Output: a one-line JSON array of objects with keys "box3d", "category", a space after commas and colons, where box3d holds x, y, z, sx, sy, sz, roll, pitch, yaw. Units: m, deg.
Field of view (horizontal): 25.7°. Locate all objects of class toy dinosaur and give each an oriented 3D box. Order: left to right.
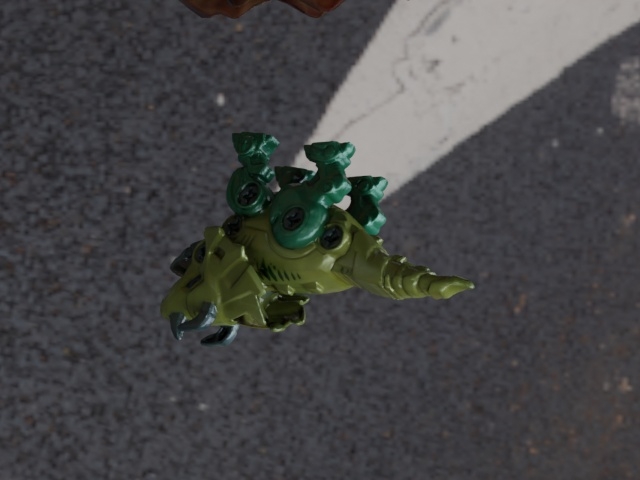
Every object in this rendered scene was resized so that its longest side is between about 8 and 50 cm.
[{"box3d": [0.000, 0.000, 0.987, 0.094, 0.259, 0.153, 37, 58, -48], "category": "toy dinosaur"}]

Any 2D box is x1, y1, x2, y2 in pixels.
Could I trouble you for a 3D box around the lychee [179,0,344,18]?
[{"box3d": [-0.021, -0.293, 0.540, 0.500, 0.424, 0.425, -20, 110, -74], "category": "lychee"}]
